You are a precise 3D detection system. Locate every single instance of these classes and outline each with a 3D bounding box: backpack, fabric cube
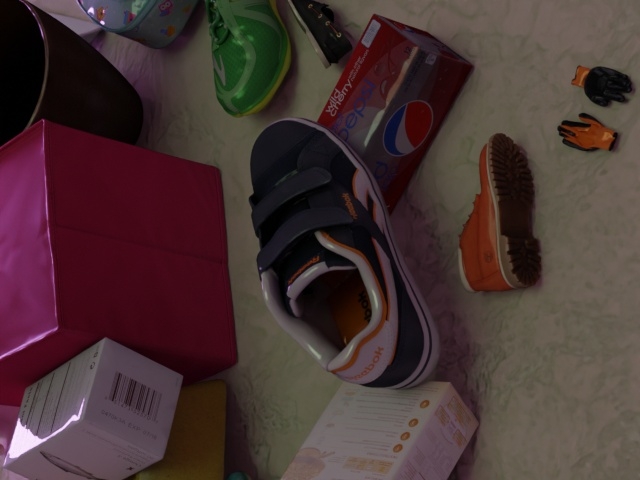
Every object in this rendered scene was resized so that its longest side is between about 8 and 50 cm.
[{"bbox_3d":[-0.217,-0.336,2.134,0.166,0.144,0.188,40,112,38],"label":"backpack"},{"bbox_3d":[-0.283,0.042,2.020,0.254,0.258,0.259,-25,63,40],"label":"fabric cube"}]

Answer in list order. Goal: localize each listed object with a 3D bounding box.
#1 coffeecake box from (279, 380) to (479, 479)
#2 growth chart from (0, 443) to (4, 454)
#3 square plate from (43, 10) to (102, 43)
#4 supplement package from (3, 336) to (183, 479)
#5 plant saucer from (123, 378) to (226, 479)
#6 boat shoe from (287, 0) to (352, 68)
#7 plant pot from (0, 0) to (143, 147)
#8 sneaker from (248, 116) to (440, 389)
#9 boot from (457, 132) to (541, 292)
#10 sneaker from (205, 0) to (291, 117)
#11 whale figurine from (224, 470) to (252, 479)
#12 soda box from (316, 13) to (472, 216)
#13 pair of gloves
[{"bbox_3d":[0.046,0.224,1.709,0.142,0.068,0.185,0,46,45],"label":"coffeecake box"},{"bbox_3d":[-0.468,0.168,2.269,0.021,0.172,0.237,-28,54,-7],"label":"growth chart"},{"bbox_3d":[-0.513,-0.238,2.308,0.347,0.344,0.049,17,122,46],"label":"square plate"},{"bbox_3d":[-0.246,0.196,1.890,0.179,0.105,0.105,-32,38,47],"label":"supplement package"},{"bbox_3d":[-0.234,0.339,1.929,0.333,0.081,0.333,-44,27,28],"label":"plant saucer"},{"bbox_3d":[-0.003,-0.244,1.964,0.042,0.049,0.133,-33,46,3],"label":"boat shoe"},{"bbox_3d":[-0.331,-0.168,2.130,0.215,0.230,0.215,-8,76,34],"label":"plant pot"},{"bbox_3d":[0.000,0.000,1.721,0.126,0.127,0.321,-45,59,25],"label":"sneaker"},{"bbox_3d":[0.165,-0.025,1.726,0.084,0.059,0.158,-18,68,47],"label":"boot"},{"bbox_3d":[-0.107,-0.281,2.018,0.109,0.123,0.296,-17,68,42],"label":"sneaker"},{"bbox_3d":[-0.077,0.364,1.811,0.216,0.141,0.272,-51,49,25],"label":"whale figurine"},{"bbox_3d":[0.047,-0.097,1.835,0.083,0.092,0.263,42,110,40],"label":"soda box"},{"bbox_3d":[0.263,-0.126,1.682,0.074,0.010,0.083,20,92,48],"label":"pair of gloves"}]
